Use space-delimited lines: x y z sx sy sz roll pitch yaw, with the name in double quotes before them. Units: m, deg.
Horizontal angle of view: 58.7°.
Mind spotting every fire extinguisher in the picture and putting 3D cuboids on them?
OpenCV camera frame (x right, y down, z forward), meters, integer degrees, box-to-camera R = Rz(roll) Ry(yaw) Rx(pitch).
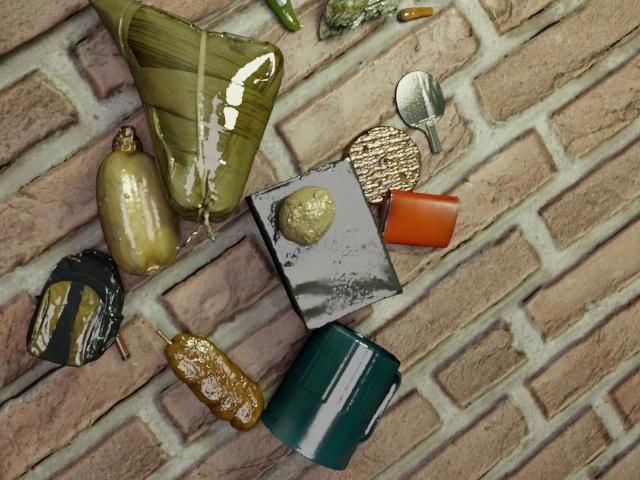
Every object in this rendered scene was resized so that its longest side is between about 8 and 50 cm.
"fire extinguisher" -0.483 0.250 1.377 0.028 0.022 0.083 -19 99 10

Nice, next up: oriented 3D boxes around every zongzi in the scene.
"zongzi" -0.365 -0.253 1.254 0.467 0.218 0.499 17 82 -2

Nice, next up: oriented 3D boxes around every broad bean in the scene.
"broad bean" -0.139 -0.625 1.351 0.060 0.043 0.297 -40 101 6

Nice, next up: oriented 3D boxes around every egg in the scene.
"egg" -0.028 -0.050 1.185 0.118 0.116 0.140 23 119 -33

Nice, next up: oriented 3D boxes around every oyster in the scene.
"oyster" 0.126 -0.618 1.367 0.351 0.158 0.162 -44 60 3

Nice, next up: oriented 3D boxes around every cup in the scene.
"cup" 0.056 0.376 1.391 0.308 0.242 0.292 30 86 -10

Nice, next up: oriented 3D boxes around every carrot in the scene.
"carrot" 0.241 -0.575 1.441 0.093 0.032 0.032 -13 98 -13

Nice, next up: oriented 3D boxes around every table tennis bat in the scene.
"table tennis bat" 0.269 -0.332 1.476 0.130 0.019 0.220 -22 98 -8

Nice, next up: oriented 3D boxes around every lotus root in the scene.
"lotus root" -0.421 -0.088 1.296 0.169 0.151 0.342 -13 94 -29

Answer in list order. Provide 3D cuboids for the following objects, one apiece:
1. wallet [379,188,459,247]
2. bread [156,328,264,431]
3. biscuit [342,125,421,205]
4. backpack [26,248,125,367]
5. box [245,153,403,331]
"wallet" 0.253 -0.055 1.471 0.205 0.045 0.142 4 105 -20
"bread" -0.273 0.333 1.400 0.344 0.084 0.124 46 68 -12
"biscuit" 0.157 -0.190 1.457 0.212 0.036 0.212 -1 97 -10
"backpack" -0.548 0.147 1.304 0.206 0.133 0.258 14 86 0
"box" 0.000 0.000 1.359 0.251 0.204 0.345 -23 100 -8
